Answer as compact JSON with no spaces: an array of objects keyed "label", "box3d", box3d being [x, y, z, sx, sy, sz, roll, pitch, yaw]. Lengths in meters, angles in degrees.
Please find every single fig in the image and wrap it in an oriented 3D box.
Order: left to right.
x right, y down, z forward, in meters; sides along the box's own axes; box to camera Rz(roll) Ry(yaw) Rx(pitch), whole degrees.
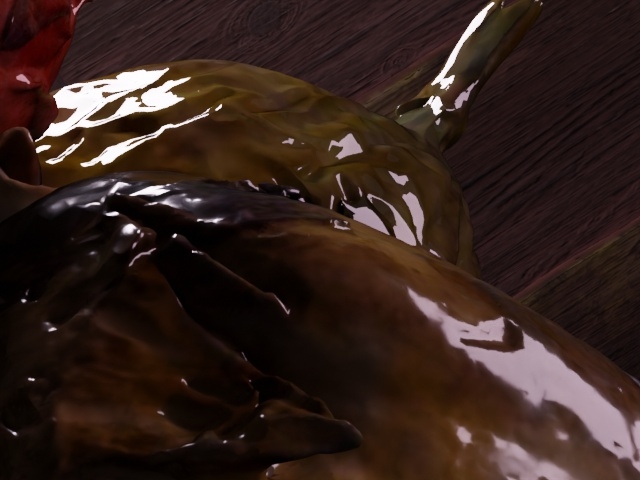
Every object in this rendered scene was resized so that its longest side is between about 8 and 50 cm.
[{"label":"fig","box3d":[0.000,0.000,0.885,0.286,0.368,0.286,39,-20,17]}]

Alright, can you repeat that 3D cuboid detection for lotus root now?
[{"label":"lotus root","box3d":[-0.037,0.096,0.553,0.192,0.272,0.272,41,8,-28]}]

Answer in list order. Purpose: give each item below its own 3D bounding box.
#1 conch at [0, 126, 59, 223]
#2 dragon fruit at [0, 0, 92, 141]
[{"label":"conch","box3d":[-0.118,0.041,0.705,0.104,0.176,0.094,41,20,33]},{"label":"dragon fruit","box3d":[-0.177,-0.089,0.748,0.172,0.209,0.172,19,-28,11]}]
